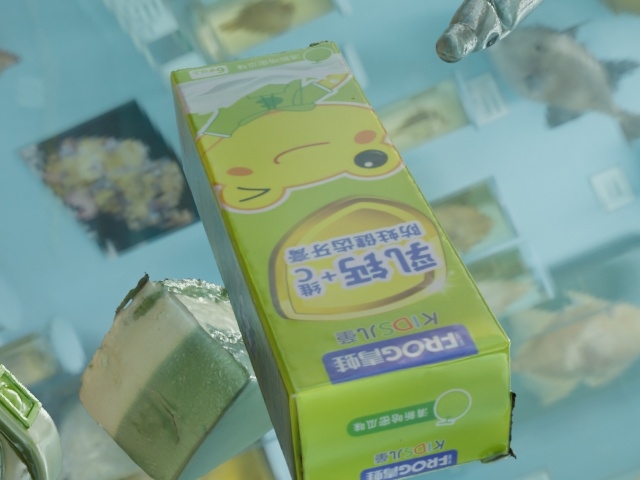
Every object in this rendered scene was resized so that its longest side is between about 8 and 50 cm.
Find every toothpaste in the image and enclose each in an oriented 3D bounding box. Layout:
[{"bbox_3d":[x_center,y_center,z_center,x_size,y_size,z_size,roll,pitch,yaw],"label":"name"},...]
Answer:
[{"bbox_3d":[0.000,0.000,0.817,0.327,0.110,0.077,-114,-163,-52],"label":"toothpaste"}]

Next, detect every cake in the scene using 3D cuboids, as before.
[{"bbox_3d":[-0.109,0.146,1.527,0.158,0.172,0.284,45,14,19],"label":"cake"}]

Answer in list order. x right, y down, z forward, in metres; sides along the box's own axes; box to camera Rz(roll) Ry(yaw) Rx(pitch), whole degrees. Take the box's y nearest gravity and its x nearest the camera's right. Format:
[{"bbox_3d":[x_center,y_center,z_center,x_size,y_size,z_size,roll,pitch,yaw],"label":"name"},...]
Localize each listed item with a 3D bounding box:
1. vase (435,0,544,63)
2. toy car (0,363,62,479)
[{"bbox_3d":[0.175,-0.236,1.523,0.211,0.060,0.060,-43,112,-46],"label":"vase"},{"bbox_3d":[-0.316,0.201,1.029,0.204,0.248,0.198,49,24,-16],"label":"toy car"}]
